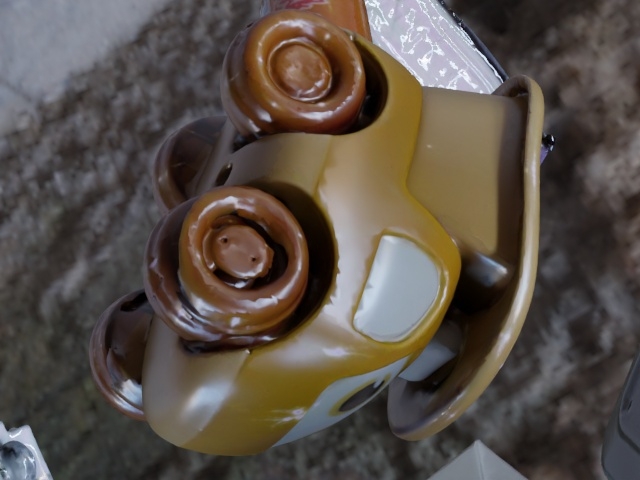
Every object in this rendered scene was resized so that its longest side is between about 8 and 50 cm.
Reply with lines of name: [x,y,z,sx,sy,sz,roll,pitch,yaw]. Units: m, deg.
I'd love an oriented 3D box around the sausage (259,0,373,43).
sausage: [0.008,-0.090,1.337,0.093,0.312,0.093,-3,131,-4]

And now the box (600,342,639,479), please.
box: [0.402,0.092,1.588,0.111,0.396,0.396,19,96,-9]

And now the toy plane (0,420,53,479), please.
toy plane: [-0.347,0.269,1.615,0.267,0.267,0.123,18,151,-41]

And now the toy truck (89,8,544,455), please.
toy truck: [0.000,0.000,1.030,0.212,0.288,0.204,22,151,-12]

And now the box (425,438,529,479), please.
box: [0.054,0.304,0.914,0.225,0.143,0.341,-34,142,-26]

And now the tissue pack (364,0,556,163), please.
tissue pack: [0.080,-0.169,1.835,0.122,0.361,0.259,-43,107,-10]
